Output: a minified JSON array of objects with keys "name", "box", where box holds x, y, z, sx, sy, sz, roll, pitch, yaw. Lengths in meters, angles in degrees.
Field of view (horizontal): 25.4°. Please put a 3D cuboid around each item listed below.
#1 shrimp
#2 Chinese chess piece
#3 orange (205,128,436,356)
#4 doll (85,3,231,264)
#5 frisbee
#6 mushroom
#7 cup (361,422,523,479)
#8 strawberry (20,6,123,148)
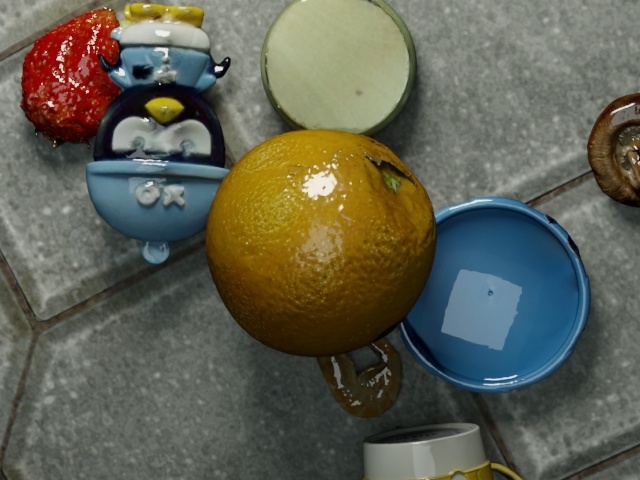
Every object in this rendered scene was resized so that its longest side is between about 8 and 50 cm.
[{"name":"shrimp","box":[0.044,0.143,1.768,0.095,0.045,0.162,-25,91,10]},{"name":"Chinese chess piece","box":[0.022,-0.211,1.714,0.188,0.083,0.188,0,95,5]},{"name":"orange","box":[0.000,0.000,1.645,0.274,0.274,0.274,1,97,8]},{"name":"doll","box":[-0.194,-0.127,1.722,0.177,0.141,0.314,1,92,-9]},{"name":"frisbee","box":[0.207,0.066,1.735,0.242,0.045,0.242,1,96,10]},{"name":"mushroom","box":[0.387,-0.090,1.675,0.135,0.080,0.170,-9,96,21]},{"name":"cup","box":[0.160,0.337,1.727,0.241,0.185,0.226,-9,90,-25]},{"name":"strawberry","box":[-0.300,-0.203,1.767,0.146,0.082,0.187,26,96,-3]}]
